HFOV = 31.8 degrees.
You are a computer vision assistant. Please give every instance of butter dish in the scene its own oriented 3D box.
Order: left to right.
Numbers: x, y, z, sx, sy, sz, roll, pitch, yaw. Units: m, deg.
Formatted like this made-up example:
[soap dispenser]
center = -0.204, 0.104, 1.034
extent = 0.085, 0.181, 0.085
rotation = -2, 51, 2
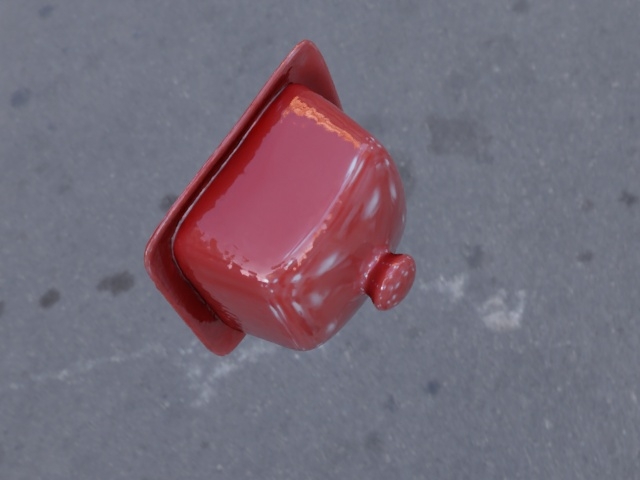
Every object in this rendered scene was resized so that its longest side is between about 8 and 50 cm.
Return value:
[butter dish]
center = 0.000, 0.000, 0.635
extent = 0.118, 0.160, 0.160
rotation = 29, 74, 25
